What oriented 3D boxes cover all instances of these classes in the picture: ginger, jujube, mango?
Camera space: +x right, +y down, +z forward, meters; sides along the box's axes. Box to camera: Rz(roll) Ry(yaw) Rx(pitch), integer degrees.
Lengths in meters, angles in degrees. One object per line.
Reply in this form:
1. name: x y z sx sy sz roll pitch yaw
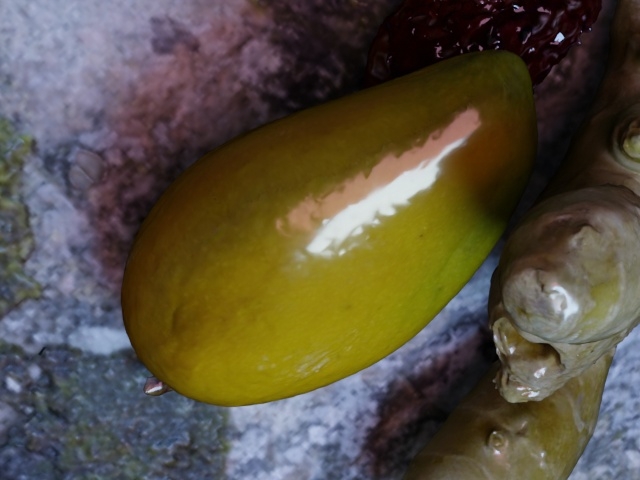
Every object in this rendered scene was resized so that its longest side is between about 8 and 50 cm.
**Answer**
1. ginger: 0.173 0.020 0.827 0.348 0.122 0.363 -50 154 -34
2. jujube: 0.098 -0.128 0.798 0.166 0.104 0.104 -45 112 -12
3. mango: 0.000 0.000 0.760 0.317 0.119 0.176 -36 127 21
